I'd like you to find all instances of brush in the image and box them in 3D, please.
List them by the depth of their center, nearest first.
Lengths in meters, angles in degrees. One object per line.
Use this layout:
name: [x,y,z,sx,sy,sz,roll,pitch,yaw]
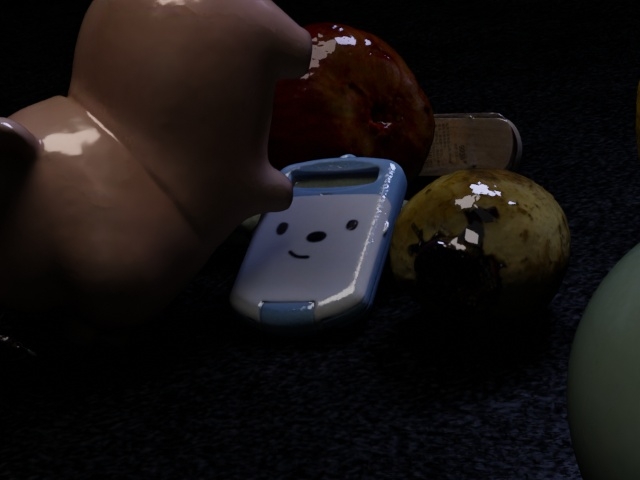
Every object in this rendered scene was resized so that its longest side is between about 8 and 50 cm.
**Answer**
brush: [0.059,-0.095,1.684,0.327,0.070,0.065,1,1,26]

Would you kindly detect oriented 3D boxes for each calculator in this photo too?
calculator: [0.000,0.000,1.338,0.121,0.039,0.210,0,44,20]

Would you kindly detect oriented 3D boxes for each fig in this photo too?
fig: [-0.027,-0.083,1.600,0.290,0.191,0.190,-38,-3,35]

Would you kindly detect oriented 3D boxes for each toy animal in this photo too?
toy animal: [-0.151,-0.074,1.287,0.269,0.326,0.237,9,0,-12]

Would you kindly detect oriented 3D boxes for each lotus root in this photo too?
lotus root: [0.130,0.003,1.269,0.138,0.138,0.214,-1,8,16]

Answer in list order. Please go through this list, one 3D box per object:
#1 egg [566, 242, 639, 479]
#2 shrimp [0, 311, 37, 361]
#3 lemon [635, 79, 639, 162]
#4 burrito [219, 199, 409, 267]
egg: [0.230,0.086,0.840,0.202,0.203,0.283,-4,18,7]
shrimp: [-0.303,0.085,1.275,0.174,0.076,0.082,1,-21,35]
lemon: [0.362,-0.093,1.270,0.228,0.228,0.254,-10,59,-11]
burrito: [0.014,-0.015,1.438,0.309,0.066,0.096,7,20,28]
